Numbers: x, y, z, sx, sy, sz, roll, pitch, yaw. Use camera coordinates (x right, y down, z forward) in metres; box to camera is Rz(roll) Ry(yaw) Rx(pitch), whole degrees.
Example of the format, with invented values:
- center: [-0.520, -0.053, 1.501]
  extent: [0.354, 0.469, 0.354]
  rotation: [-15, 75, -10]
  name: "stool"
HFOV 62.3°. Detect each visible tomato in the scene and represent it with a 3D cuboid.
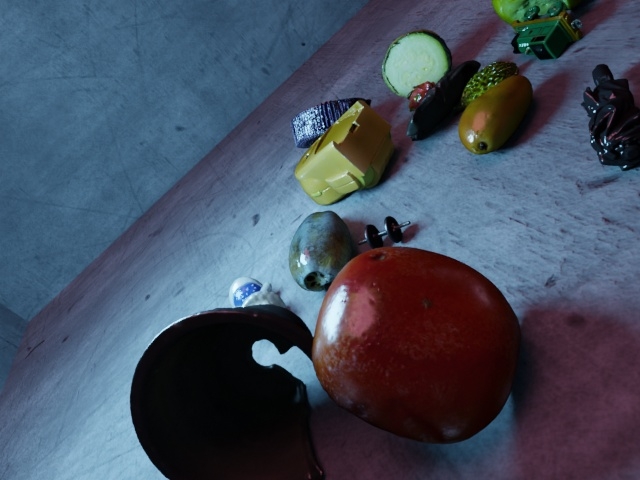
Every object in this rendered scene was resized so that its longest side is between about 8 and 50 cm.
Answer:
- center: [0.148, 0.124, 0.792]
  extent: [0.337, 0.144, 0.339]
  rotation: [1, 49, -1]
  name: "tomato"

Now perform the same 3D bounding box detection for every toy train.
- center: [0.590, -0.548, 1.410]
  extent: [0.136, 0.091, 0.227]
  rotation: [-56, 28, -3]
  name: "toy train"

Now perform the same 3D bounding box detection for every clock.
- center: [0.055, -0.242, 1.603]
  extent: [0.317, 0.200, 0.244]
  rotation: [-19, 32, 53]
  name: "clock"

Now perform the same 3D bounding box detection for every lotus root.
- center: [0.000, 0.000, 1.362]
  extent: [0.158, 0.140, 0.322]
  rotation: [-32, 27, 22]
  name: "lotus root"

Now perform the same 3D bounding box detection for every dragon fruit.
- center: [0.313, -0.443, 1.644]
  extent: [0.116, 0.086, 0.081]
  rotation: [-27, 68, 44]
  name: "dragon fruit"

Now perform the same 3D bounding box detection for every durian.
- center: [0.452, -0.415, 1.447]
  extent: [0.215, 0.086, 0.100]
  rotation: [-34, -6, 11]
  name: "durian"

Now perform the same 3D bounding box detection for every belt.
- center: [0.033, -0.394, 1.802]
  extent: [0.260, 0.122, 0.325]
  rotation: [-16, 1, -16]
  name: "belt"

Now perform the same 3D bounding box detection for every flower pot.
- center: [-0.139, 0.260, 0.992]
  extent: [0.379, 0.379, 0.251]
  rotation: [-36, 10, 13]
  name: "flower pot"

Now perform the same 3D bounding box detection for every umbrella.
- center: [0.564, -0.258, 1.018]
  extent: [0.118, 0.118, 0.340]
  rotation: [-23, 30, 34]
  name: "umbrella"

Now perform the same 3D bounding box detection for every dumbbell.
- center: [0.150, -0.017, 1.258]
  extent: [0.147, 0.069, 0.069]
  rotation: [-25, 32, 33]
  name: "dumbbell"

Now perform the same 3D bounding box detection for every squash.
- center: [0.304, -0.575, 1.694]
  extent: [0.220, 0.220, 0.133]
  rotation: [-30, 33, 24]
  name: "squash"

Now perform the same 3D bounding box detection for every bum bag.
- center: [0.337, -0.398, 1.500]
  extent: [0.326, 0.079, 0.142]
  rotation: [-46, -18, -14]
  name: "bum bag"

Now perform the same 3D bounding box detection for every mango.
- center: [0.417, -0.305, 1.264]
  extent: [0.253, 0.113, 0.138]
  rotation: [-51, 28, -19]
  name: "mango"

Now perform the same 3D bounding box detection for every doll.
- center: [-0.173, 0.167, 1.394]
  extent: [0.138, 0.119, 0.293]
  rotation: [-32, 19, -15]
  name: "doll"

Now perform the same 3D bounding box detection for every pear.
- center: [0.588, -0.709, 1.500]
  extent: [0.292, 0.292, 0.160]
  rotation: [1, 83, 54]
  name: "pear"
